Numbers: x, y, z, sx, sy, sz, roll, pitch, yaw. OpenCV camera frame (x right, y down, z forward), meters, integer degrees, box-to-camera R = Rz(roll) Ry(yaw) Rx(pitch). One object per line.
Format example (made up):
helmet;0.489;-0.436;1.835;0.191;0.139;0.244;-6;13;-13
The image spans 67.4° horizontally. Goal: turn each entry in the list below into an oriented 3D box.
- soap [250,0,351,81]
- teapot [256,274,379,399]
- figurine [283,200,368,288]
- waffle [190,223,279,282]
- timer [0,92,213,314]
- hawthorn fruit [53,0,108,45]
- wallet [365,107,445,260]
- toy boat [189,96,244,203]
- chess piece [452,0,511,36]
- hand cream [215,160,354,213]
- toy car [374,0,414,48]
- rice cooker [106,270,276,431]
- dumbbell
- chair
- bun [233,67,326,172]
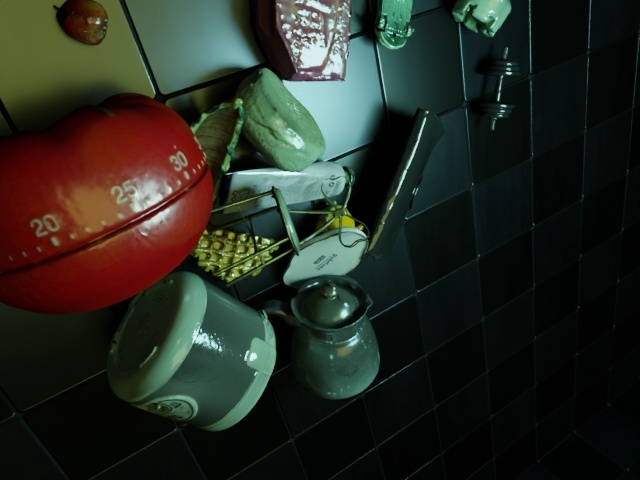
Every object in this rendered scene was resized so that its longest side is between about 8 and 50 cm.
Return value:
soap;-0.037;-0.461;0.934;0.182;0.112;0.288;-11;113;-30
teapot;-0.005;0.201;1.164;0.223;0.306;0.284;-47;144;-43
figurine;0.000;0.000;1.162;0.250;0.140;0.167;-33;139;28
waffle;-0.198;0.013;1.066;0.161;0.046;0.192;-43;122;-6
timer;-0.354;-0.059;0.741;0.378;0.378;0.279;-30;115;-18
hawthorn fruit;-0.389;-0.360;0.788;0.077;0.077;0.077;-12;115;-27
wallet;0.207;-0.129;1.194;0.197;0.051;0.377;3;110;-67
toy boat;-0.211;-0.172;0.904;0.109;0.099;0.292;10;135;-30
chess piece;0.433;-0.639;1.104;0.195;0.194;0.298;21;106;-35
hand cream;-0.068;-0.121;1.048;0.336;0.076;0.121;-13;146;-34
toy car;0.157;-0.516;1.056;0.094;0.058;0.185;2;96;-31
rice cooker;-0.257;0.231;0.985;0.288;0.288;0.277;-52;126;-3
dumbbell;0.469;-0.397;1.263;0.099;0.099;0.208;-7;112;-28
chair;-0.069;-0.036;0.957;0.326;0.170;0.159;-20;77;-4
bun;-0.086;-0.228;0.959;0.108;0.221;0.221;-34;128;21
